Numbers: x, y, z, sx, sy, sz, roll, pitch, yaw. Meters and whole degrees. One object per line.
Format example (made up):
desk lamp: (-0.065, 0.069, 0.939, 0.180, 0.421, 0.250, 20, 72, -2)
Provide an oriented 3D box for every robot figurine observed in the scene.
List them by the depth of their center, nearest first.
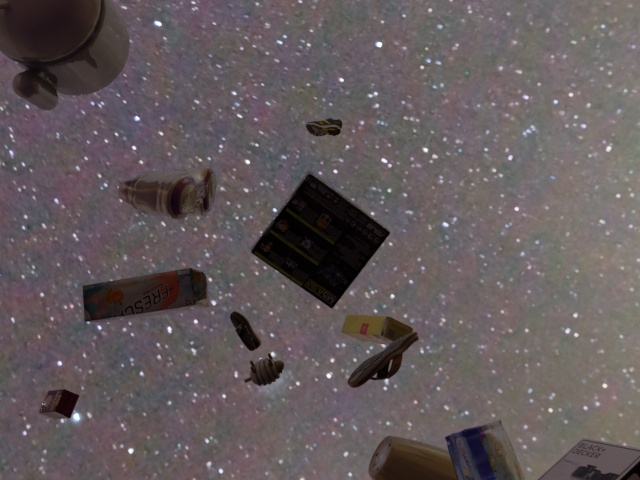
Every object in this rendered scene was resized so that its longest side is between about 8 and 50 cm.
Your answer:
robot figurine: (-0.451, -0.374, 1.105, 0.199, 0.353, 0.300, 10, -94, 0)

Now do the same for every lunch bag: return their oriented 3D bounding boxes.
lunch bag: (0.345, 0.482, 1.293, 0.138, 0.221, 0.293, -19, -20, 6)

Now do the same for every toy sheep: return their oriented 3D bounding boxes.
toy sheep: (-0.171, 0.398, 1.965, 0.132, 0.091, 0.091, -21, -48, 4)

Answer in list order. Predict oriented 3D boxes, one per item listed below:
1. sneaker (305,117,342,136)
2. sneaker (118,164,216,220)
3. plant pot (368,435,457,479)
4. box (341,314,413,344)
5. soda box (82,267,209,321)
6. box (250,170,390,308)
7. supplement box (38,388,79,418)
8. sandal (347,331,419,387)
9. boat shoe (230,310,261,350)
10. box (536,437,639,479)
sneaker: (0.009, -0.237, 1.349, 0.035, 0.083, 0.031, -60, -31, -34)
sneaker: (-0.308, -0.109, 1.342, 0.305, 0.152, 0.114, -28, -54, -81)
plant pot: (0.285, 0.684, 1.855, 0.274, 0.256, 0.257, 33, -85, -5)
box: (0.151, 0.247, 1.785, 0.087, 0.232, 0.058, 28, -106, -23)
soda box: (-0.267, 0.086, 0.995, 0.183, 0.058, 0.063, -10, -11, 11)
box: (0.000, 0.000, 1.197, 0.190, 0.045, 0.184, 35, -79, -11)
supplement box: (-0.592, 0.371, 1.465, 0.043, 0.083, 0.055, 38, -129, -35)
sandal: (0.131, 0.236, 1.249, 0.180, 0.072, 0.049, -29, -91, -33)
boat shoe: (-0.218, 0.256, 1.827, 0.046, 0.125, 0.038, -35, -2, 37)
box: (0.369, 0.427, 0.972, 0.290, 0.169, 0.087, -34, -92, -15)
